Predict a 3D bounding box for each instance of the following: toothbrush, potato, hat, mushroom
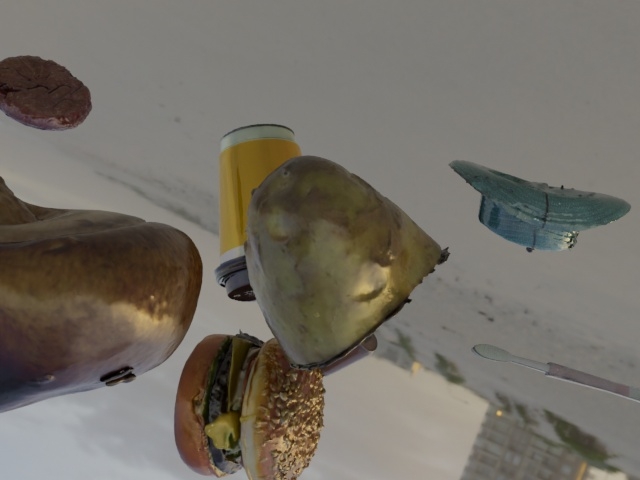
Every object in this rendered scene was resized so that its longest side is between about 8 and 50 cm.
[{"bbox_3d":[0.237,0.129,0.849,0.194,0.014,0.017,16,164,-5],"label":"toothbrush"},{"bbox_3d":[0.000,0.000,1.224,0.237,0.301,0.289,54,145,-10],"label":"potato"},{"bbox_3d":[0.218,-0.027,0.920,0.191,0.078,0.138,15,-171,8],"label":"hat"},{"bbox_3d":[-0.280,0.025,0.843,0.345,0.259,0.345,-7,-176,1],"label":"mushroom"}]

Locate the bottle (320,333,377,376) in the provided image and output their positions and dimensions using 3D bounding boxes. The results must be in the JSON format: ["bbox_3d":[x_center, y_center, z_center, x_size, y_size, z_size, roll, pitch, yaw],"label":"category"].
[{"bbox_3d":[0.042,0.207,1.626,0.053,0.053,0.140,22,141,-34],"label":"bottle"}]

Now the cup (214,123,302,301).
[{"bbox_3d":[-0.089,-0.040,1.457,0.196,0.279,0.196,-8,166,-2],"label":"cup"}]

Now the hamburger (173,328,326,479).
[{"bbox_3d":[-0.114,0.294,1.562,0.225,0.291,0.291,2,174,17],"label":"hamburger"}]

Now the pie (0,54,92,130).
[{"bbox_3d":[-0.409,-0.217,1.290,0.154,0.036,0.154,17,-139,-15],"label":"pie"}]
